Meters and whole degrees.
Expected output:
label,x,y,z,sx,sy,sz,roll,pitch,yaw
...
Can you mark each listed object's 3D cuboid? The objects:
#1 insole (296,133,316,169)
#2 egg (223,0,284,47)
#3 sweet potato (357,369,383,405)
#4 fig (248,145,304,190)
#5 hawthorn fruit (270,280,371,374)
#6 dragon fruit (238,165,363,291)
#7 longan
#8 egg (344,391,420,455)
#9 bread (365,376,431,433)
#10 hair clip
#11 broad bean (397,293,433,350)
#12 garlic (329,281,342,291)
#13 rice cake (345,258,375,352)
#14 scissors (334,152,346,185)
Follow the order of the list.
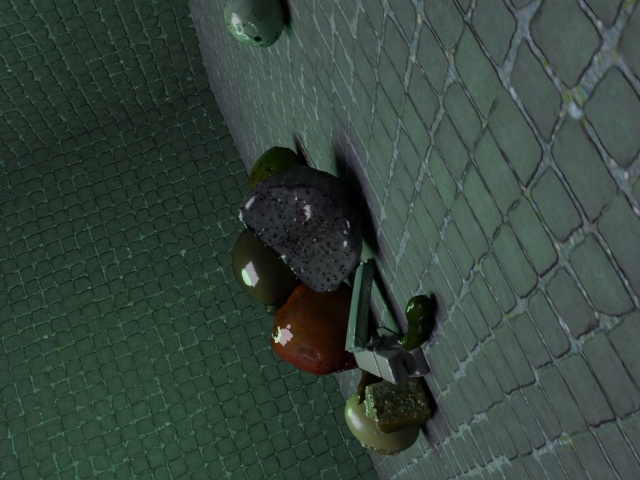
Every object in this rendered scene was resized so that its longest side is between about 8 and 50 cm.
label,x,y,z,sx,sy,sz,roll,pitch,yaw
insole,-0.027,-0.207,1.986,0.065,0.004,0.197,87,160,-67
egg,-0.137,-0.474,1.576,0.131,0.131,0.164,64,-176,28
sweet potato,0.133,0.341,1.863,0.067,0.067,0.274,69,-158,-6
fig,-0.114,-0.174,2.101,0.181,0.181,0.191,-128,42,-64
hawthorn fruit,0.028,0.259,2.034,0.307,0.276,0.276,39,168,7
dragon fruit,-0.011,-0.060,1.634,0.283,0.204,0.221,47,-155,-14
longan,-0.135,0.070,2.115,0.300,0.243,0.300,1,-90,-74
egg,0.157,0.459,1.874,0.202,0.164,0.164,29,176,-8
bread,0.180,0.387,1.707,0.196,0.138,0.102,84,173,-65
hair clip,0.153,0.264,1.705,0.331,0.101,0.085,167,87,-80
broad bean,0.181,0.161,1.391,0.053,0.052,0.256,28,159,13
garlic,0.005,0.005,1.951,0.143,0.112,0.318,42,-165,-53
rice cake,0.094,0.152,1.709,0.124,0.038,0.211,119,159,-76
scissors,0.042,-0.158,1.645,0.036,0.006,0.083,-129,19,-60
